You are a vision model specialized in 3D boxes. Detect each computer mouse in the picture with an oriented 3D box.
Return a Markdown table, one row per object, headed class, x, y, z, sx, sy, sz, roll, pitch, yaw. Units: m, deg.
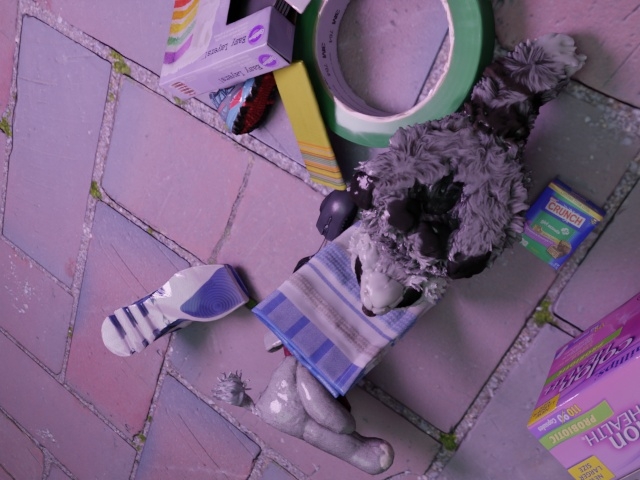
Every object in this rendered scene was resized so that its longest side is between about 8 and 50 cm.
| class | x | y | z | sx | sy | sz | roll | pitch | yaw |
| --- | --- | --- | --- | --- | --- | --- | --- | --- | --- |
| computer mouse | 0.000 | 0.000 | 1.109 | 0.071 | 0.041 | 0.242 | 37 | 122 | 15 |

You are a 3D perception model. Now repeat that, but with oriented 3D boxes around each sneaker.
| class | x | y | z | sx | sy | sz | roll | pitch | yaw |
| --- | --- | --- | --- | --- | --- | --- | --- | --- | --- |
| sneaker | -0.127 | -0.322 | 1.042 | 0.125 | 0.104 | 0.261 | 46 | 121 | 16 |
| sneaker | -0.315 | 0.136 | 1.295 | 0.316 | 0.182 | 0.127 | -24 | 95 | 5 |

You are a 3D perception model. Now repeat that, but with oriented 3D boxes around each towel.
| class | x | y | z | sx | sy | sz | roll | pitch | yaw |
| --- | --- | --- | --- | --- | --- | --- | --- | --- | --- |
| towel | 0.055 | 0.101 | 0.978 | 0.209 | 0.285 | 0.034 | 44 | 148 | 13 |
| towel | -0.017 | -0.197 | 0.996 | 0.102 | 0.021 | 0.237 | 24 | 142 | 50 |

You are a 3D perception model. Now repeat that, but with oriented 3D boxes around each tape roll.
| class | x | y | z | sx | sy | sz | roll | pitch | yaw |
| --- | --- | --- | --- | --- | --- | --- | --- | --- | --- |
| tape roll | 0.107 | -0.312 | 0.921 | 0.322 | 0.077 | 0.320 | 11 | 112 | 28 |

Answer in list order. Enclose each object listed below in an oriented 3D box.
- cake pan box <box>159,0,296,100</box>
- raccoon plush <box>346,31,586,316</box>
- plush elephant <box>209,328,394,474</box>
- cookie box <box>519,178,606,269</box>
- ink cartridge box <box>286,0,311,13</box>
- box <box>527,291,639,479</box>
| class | x | y | z | sx | sy | sz | roll | pitch | yaw |
| --- | --- | --- | --- | --- | --- | --- | --- | --- | --- |
| cake pan box | -0.147 | -0.382 | 0.977 | 0.267 | 0.070 | 0.245 | -5 | 73 | 36 |
| raccoon plush | 0.218 | -0.061 | 0.878 | 0.447 | 0.299 | 0.216 | -36 | 76 | -10 |
| plush elephant | -0.007 | 0.230 | 1.089 | 0.330 | 0.272 | 0.255 | 27 | 82 | -15 |
| cookie box | 0.360 | -0.025 | 0.885 | 0.092 | 0.040 | 0.107 | 39 | 121 | 15 |
| ink cartridge box | -0.037 | -0.516 | 0.848 | 0.296 | 0.066 | 0.261 | 45 | 108 | 13 |
| box | 0.425 | 0.188 | 0.796 | 0.117 | 0.243 | 0.213 | 46 | 124 | 10 |
